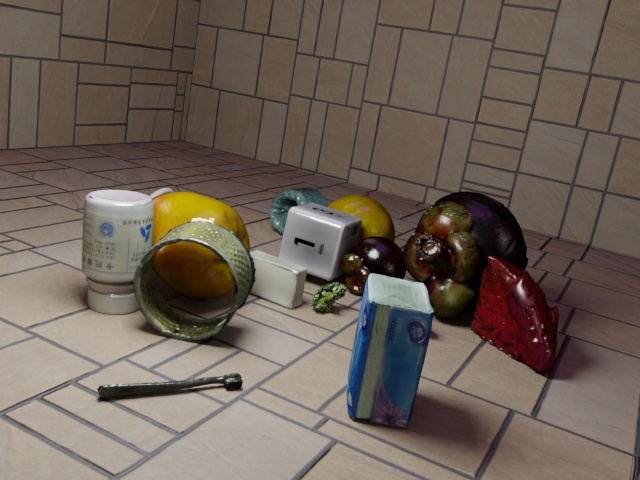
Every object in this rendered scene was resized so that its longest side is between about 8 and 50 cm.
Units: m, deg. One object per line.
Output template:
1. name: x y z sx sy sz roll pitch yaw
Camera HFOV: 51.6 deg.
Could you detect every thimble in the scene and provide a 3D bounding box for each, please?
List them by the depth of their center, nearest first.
1. thimble: -0.303 0.096 1.609 0.271 0.270 0.150 11 16 3
2. thimble: -0.090 -0.106 2.608 0.143 0.198 0.235 -8 -9 -45

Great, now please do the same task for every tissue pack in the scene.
1. tissue pack: 0.145 0.229 1.410 0.146 0.263 0.198 11 15 1

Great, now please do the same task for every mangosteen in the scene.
1. mangosteen: 0.454 0.049 2.059 0.381 0.380 0.421 14 22 15
2. mangosteen: 0.172 0.085 2.100 0.210 0.209 0.210 9 15 -3

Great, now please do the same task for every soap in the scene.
1. soap: -0.136 0.113 1.920 0.183 0.121 0.064 19 18 26

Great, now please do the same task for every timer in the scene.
1. timer: 0.000 0.000 2.146 0.195 0.194 0.192 17 14 19

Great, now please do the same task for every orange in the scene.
1. orange: 0.124 -0.028 2.343 0.279 0.279 0.235 22 52 36

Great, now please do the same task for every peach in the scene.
1. peach: -0.350 0.007 1.833 0.308 0.288 0.289 13 15 26

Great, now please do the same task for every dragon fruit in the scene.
1. dragon fruit: 0.561 0.254 1.853 0.302 0.240 0.330 32 25 -32

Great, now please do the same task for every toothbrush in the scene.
1. toothbrush: -0.298 0.295 1.342 0.297 0.030 0.030 2 27 -28

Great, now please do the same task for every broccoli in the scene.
1. broccoli: 0.027 0.164 1.903 0.097 0.095 0.092 11 1 -25

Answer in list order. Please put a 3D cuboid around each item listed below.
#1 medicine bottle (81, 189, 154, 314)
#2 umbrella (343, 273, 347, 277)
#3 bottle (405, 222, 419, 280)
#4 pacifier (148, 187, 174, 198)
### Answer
1. medicine bottle: -0.514 0.026 1.675 0.170 0.292 0.170 7 16 -2
2. umbrella: 0.094 0.112 2.232 0.036 0.031 0.133 -17 25 -16
3. bottle: 0.368 0.034 2.347 0.110 0.209 0.097 -4 21 -43
4. pacifier: -0.466 -0.001 2.018 0.233 0.244 0.299 43 22 4
